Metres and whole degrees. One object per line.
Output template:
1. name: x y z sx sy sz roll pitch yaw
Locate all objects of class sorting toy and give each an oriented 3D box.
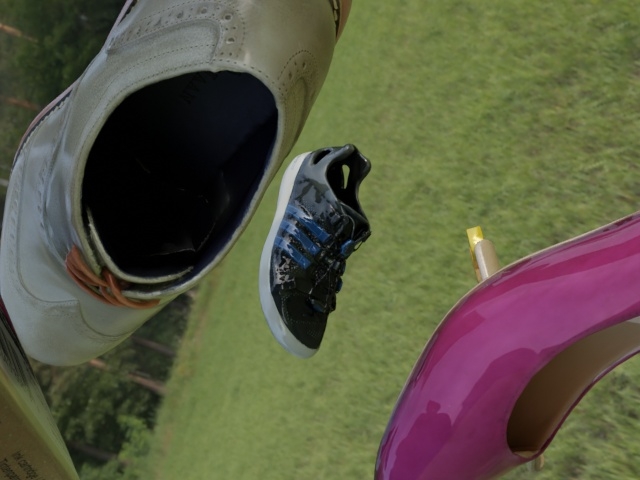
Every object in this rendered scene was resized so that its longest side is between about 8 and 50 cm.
1. sorting toy: 0.229 0.101 1.019 0.229 0.041 0.307 66 -166 -52

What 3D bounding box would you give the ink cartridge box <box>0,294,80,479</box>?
1. ink cartridge box: -0.194 0.029 0.371 0.193 0.088 0.235 58 161 27

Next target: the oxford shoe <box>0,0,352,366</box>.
1. oxford shoe: -0.124 -0.016 0.498 0.397 0.140 0.146 -51 21 41

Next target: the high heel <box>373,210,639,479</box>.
1. high heel: 0.175 0.062 0.420 0.127 0.181 0.377 1 -52 -49

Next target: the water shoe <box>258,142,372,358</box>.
1. water shoe: 0.000 0.000 0.721 0.080 0.073 0.203 -19 54 35
